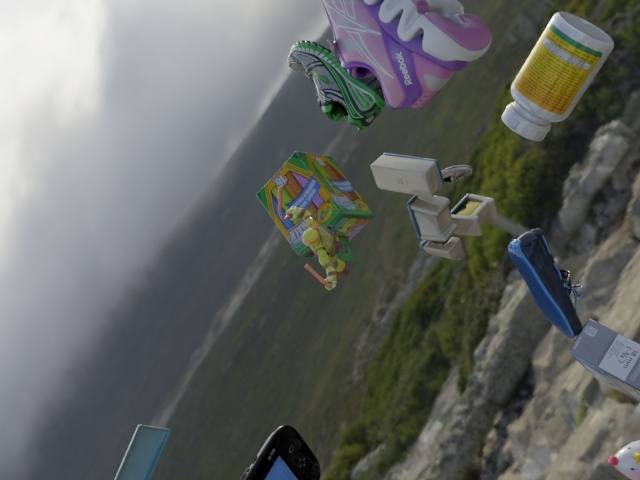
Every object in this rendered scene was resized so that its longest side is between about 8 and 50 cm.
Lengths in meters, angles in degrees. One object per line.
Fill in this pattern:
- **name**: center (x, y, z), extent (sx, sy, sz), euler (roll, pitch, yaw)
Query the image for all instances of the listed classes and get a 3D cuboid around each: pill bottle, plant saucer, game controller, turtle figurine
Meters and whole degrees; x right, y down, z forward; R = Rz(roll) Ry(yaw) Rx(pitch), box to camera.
- **pill bottle**: center (0.410, -0.284, 1.474), extent (0.208, 0.117, 0.118), euler (-63, -1, 32)
- **plant saucer**: center (-0.334, 0.416, 1.495), extent (0.018, 0.067, 0.192), euler (29, 97, 51)
- **game controller**: center (-0.106, 0.515, 1.612), extent (0.067, 0.167, 0.319), euler (-1, 38, 35)
- **turtle figurine**: center (0.000, 0.000, 1.908), extent (0.087, 0.270, 0.217), euler (-32, -22, 8)

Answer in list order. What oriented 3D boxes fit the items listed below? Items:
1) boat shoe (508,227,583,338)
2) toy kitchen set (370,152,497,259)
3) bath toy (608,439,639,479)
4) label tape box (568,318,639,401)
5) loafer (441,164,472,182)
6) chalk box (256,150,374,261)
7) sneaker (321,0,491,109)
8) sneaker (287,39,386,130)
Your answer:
- **boat shoe**: center (0.487, 0.090, 1.722), extent (0.089, 0.258, 0.109), euler (-38, 25, -11)
- **toy kitchen set**: center (0.211, -0.089, 1.509), extent (0.122, 0.207, 0.166), euler (14, 47, 43)
- **bath toy**: center (0.697, 0.588, 1.760), extent (0.151, 0.129, 0.348), euler (125, 148, -52)
- **label tape box**: center (0.798, 0.339, 2.013), extent (0.333, 0.240, 0.106), euler (30, 86, 42)
- **loafer**: center (0.302, -0.150, 1.996), extent (0.045, 0.125, 0.039), euler (74, -169, -60)
- **chalk box**: center (0.004, -0.070, 2.224), extent (0.179, 0.289, 0.180), euler (-46, -22, 24)
- **sneaker**: center (0.036, -0.202, 0.733), extent (0.095, 0.236, 0.105), euler (-15, -34, -43)
- **sneaker**: center (0.022, -0.395, 2.108), extent (0.134, 0.343, 0.146), euler (25, -79, -51)
